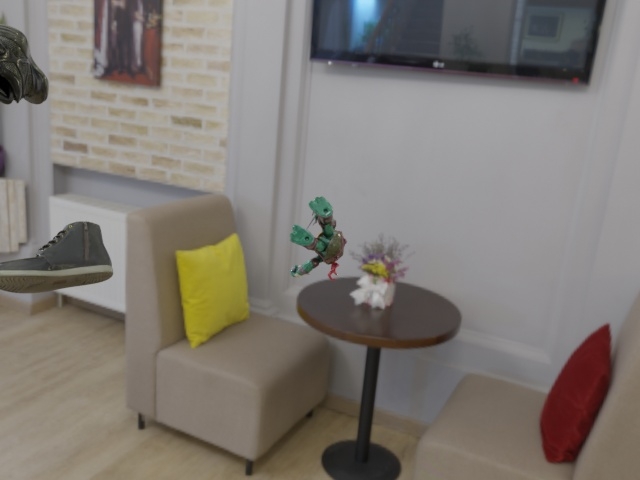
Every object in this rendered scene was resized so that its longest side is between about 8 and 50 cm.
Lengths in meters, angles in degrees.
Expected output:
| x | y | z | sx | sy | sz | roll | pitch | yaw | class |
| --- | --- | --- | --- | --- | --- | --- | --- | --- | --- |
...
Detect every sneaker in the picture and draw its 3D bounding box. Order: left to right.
| x | y | z | sx | sy | sz | roll | pitch | yaw | class |
| --- | --- | --- | --- | --- | --- | --- | --- | --- | --- |
| -0.608 | -0.308 | 1.207 | 0.087 | 0.130 | 0.227 | 15 | -18 | -8 | sneaker |
| -0.519 | 0.029 | 1.169 | 0.222 | 0.118 | 0.083 | -3 | -26 | -42 | sneaker |

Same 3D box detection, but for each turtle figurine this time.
| x | y | z | sx | sy | sz | roll | pitch | yaw | class |
| --- | --- | --- | --- | --- | --- | --- | --- | --- | --- |
| 0.000 | 0.000 | 1.374 | 0.118 | 0.175 | 0.234 | 12 | -18 | 12 | turtle figurine |
